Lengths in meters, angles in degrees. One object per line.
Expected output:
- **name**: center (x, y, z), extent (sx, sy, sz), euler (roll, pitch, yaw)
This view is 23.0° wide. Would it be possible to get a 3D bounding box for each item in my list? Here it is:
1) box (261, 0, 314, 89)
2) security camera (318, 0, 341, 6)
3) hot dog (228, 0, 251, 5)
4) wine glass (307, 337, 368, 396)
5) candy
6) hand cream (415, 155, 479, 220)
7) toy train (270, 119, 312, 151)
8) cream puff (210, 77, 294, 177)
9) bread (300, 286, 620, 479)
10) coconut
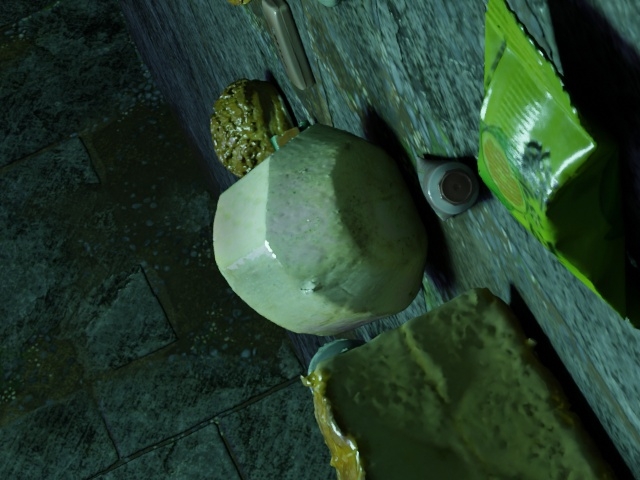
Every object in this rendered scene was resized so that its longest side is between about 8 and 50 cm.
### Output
- **box**: center (-0.039, -0.234, 1.862), extent (0.048, 0.025, 0.115), euler (-122, 9, -55)
- **security camera**: center (-0.061, -0.317, 1.555), extent (0.301, 0.080, 0.157), euler (49, 163, 56)
- **hot dog**: center (-0.124, -0.353, 1.998), extent (0.165, 0.045, 0.071), euler (56, 171, 52)
- **wine glass**: center (0.044, 0.210, 2.395), extent (0.241, 0.126, 0.126), euler (132, 113, -85)
- **candy**: center (0.144, -0.044, 0.984), extent (0.149, 0.069, 0.246), euler (56, 170, 40)
- **hand cream**: center (0.106, -0.047, 1.383), extent (0.209, 0.043, 0.067), euler (-160, 45, -88)
- **toy train**: center (-0.015, -0.098, 1.993), extent (0.103, 0.064, 0.044), euler (65, 172, 1)
- **cream puff**: center (-0.096, -0.149, 2.210), extent (0.150, 0.115, 0.165), euler (-117, 5, -51)
- **bread**: center (0.141, 0.234, 1.403), extent (0.279, 0.207, 0.279), euler (77, 167, -55)
- **coconut**: center (0.000, 0.000, 1.645), extent (0.237, 0.236, 0.197), euler (76, -162, -59)
